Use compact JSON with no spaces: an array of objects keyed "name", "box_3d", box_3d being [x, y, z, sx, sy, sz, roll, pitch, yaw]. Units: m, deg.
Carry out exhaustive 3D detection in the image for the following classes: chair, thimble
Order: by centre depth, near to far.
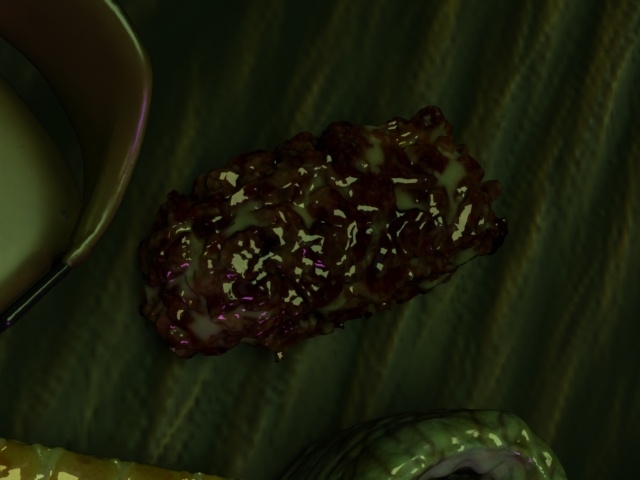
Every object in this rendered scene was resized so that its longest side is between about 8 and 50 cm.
[{"name":"chair","box_3d":[-0.184,-0.033,0.704,0.172,0.247,0.159,-41,97,-18]},{"name":"thimble","box_3d":[0.038,0.175,0.814,0.190,0.143,0.137,-39,98,-19]}]

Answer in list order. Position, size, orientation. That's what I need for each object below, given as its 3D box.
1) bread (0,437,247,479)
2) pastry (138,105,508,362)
[{"name":"bread","box_3d":[-0.134,0.171,0.792,0.188,0.068,0.125,14,79,-18]},{"name":"pastry","box_3d":[-0.001,-0.002,0.851,0.208,0.097,0.115,-16,79,-19]}]
